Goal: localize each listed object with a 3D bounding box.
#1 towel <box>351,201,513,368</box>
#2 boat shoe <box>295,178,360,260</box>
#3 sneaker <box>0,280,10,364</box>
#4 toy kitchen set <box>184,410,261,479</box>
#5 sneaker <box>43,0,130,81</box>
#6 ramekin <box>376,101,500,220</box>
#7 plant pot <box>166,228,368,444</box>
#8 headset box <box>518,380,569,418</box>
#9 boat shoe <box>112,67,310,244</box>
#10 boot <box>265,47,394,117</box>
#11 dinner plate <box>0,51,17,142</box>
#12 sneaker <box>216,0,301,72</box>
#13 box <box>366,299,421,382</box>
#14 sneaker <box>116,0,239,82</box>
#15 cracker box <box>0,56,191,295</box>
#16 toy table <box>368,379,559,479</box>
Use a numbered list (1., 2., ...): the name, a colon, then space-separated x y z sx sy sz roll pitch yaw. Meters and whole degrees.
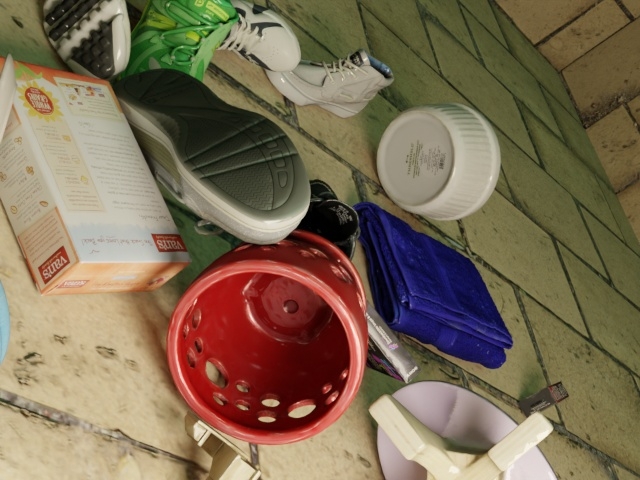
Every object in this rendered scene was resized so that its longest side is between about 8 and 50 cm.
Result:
1. towel: 0.183 0.070 1.490 0.308 0.076 0.228 26 39 -45
2. boat shoe: -0.003 -0.003 1.217 0.127 0.113 0.340 49 26 -11
3. sneaker: -0.321 0.021 0.604 0.208 0.127 0.319 -85 157 -56
4. toy kitchen set: -0.115 0.210 0.872 0.068 0.075 0.083 45 -12 -27
5. sneaker: -0.274 -0.306 1.139 0.118 0.110 0.292 28 36 -58
6. ramekin: 0.192 -0.138 1.616 0.109 0.207 0.207 0 59 -49
7. plant pot: -0.041 0.083 0.958 0.191 0.191 0.174 51 19 -9
8. headset box: 0.376 0.270 1.597 0.083 0.062 0.032 -1 59 -61
9. boat shoe: -0.118 -0.080 0.991 0.118 0.103 0.320 -25 43 -29
10. boot: 0.022 -0.284 1.579 0.258 0.123 0.095 4 55 -58
11. dinner plate: -0.284 -0.094 0.822 0.017 0.141 0.141 17 40 -19
12. sneaker: -0.131 -0.301 1.377 0.235 0.094 0.153 42 30 -26
13. box: 0.057 0.117 1.174 0.116 0.029 0.162 52 -10 -8
14. sneaker: -0.174 -0.262 1.183 0.109 0.123 0.295 25 55 -32
15. cracker box: -0.241 -0.060 0.935 0.156 0.067 0.232 3 56 -59
16. toy table: 0.162 0.277 1.047 0.274 0.252 0.161 38 6 17
